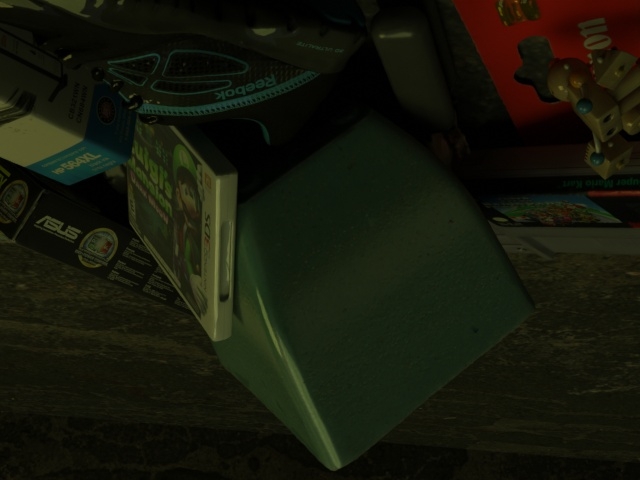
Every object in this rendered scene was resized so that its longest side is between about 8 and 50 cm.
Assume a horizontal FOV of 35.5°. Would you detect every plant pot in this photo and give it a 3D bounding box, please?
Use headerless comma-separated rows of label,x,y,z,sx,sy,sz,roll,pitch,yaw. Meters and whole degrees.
plant pot,0.000,0.000,0.924,0.247,0.248,0.252,32,154,54

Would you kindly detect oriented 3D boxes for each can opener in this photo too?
can opener,0.080,-0.129,0.879,0.093,0.074,0.280,-1,158,12

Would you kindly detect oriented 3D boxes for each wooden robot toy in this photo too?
wooden robot toy,0.223,-0.123,0.813,0.076,0.079,0.173,-41,151,1

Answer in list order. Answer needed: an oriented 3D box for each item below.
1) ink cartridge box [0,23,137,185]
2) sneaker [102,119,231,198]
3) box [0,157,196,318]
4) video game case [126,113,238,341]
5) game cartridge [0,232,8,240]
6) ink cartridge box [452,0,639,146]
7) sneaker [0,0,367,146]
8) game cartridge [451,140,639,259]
ink cartridge box,-0.239,-0.151,0.760,0.086,0.148,0.203,-14,154,37
sneaker,-0.109,-0.064,1.038,0.130,0.109,0.286,-16,157,19
box,-0.253,-0.023,1.052,0.216,0.060,0.270,33,-179,41
video game case,-0.124,-0.035,0.858,0.022,0.190,0.173,-16,132,-27
game cartridge,-0.401,-0.018,1.294,0.056,0.017,0.083,1,159,-6
ink cartridge box,0.333,-0.132,0.823,0.385,0.091,0.308,-8,156,22
sneaker,-0.132,-0.143,0.713,0.341,0.125,0.139,9,129,-28
game cartridge,0.283,-0.033,1.015,0.355,0.068,0.230,1,167,44
